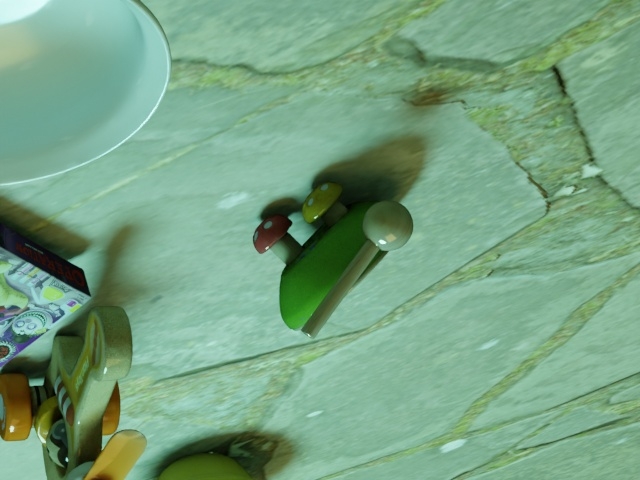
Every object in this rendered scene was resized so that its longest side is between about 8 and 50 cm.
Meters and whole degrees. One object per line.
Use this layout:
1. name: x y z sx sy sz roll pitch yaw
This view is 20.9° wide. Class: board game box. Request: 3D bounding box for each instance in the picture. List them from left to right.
1. board game box: -0.425 0.041 1.794 0.208 0.056 0.347 -33 143 18

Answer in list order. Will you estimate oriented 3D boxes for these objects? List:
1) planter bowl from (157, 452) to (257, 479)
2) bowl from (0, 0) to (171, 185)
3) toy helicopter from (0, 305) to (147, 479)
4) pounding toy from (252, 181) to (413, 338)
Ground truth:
1. planter bowl: -0.166 0.360 2.441 0.217 0.090 0.217 -10 151 -6
2. bowl: -0.280 -0.179 1.442 0.297 0.134 0.298 -11 151 -6
3. toy helicopter: -0.271 0.201 1.986 0.140 0.235 0.355 0 147 -21
4. pounding toy: 0.000 0.000 1.870 0.183 0.110 0.237 -45 -174 -2
